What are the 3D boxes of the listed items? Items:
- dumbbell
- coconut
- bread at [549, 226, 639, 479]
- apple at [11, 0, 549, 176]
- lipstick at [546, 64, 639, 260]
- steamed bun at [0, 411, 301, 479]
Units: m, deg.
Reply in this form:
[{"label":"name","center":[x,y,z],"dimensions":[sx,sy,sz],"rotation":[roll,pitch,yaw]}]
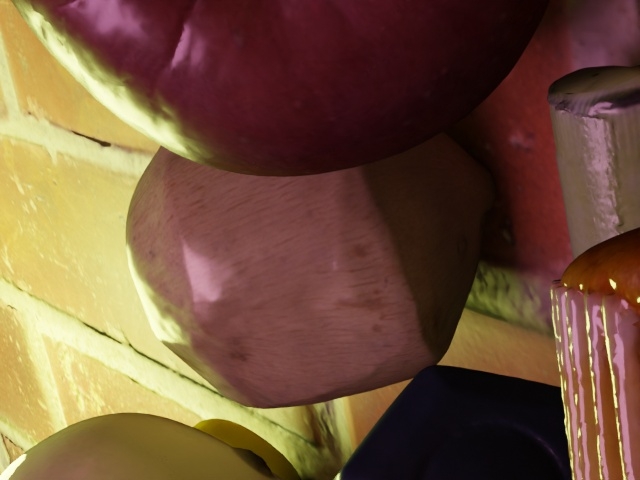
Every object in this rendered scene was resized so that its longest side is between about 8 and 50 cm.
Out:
[{"label":"dumbbell","center":[0.068,0.185,0.813],"dimensions":[0.325,0.144,0.160],"rotation":[104,145,-67]},{"label":"coconut","center":[0.000,0.000,0.824],"dimensions":[0.224,0.224,0.224],"rotation":[37,140,41]},{"label":"bread","center":[0.224,0.045,0.500],"dimensions":[0.288,0.204,0.156],"rotation":[-8,86,57]},{"label":"apple","center":[-0.018,-0.183,0.640],"dimensions":[0.235,0.305,0.306],"rotation":[-72,-28,-68]},{"label":"lipstick","center":[0.174,0.058,0.691],"dimensions":[0.076,0.076,0.304],"rotation":[15,124,54]},{"label":"steamed bun","center":[-0.123,0.314,1.096],"dimensions":[0.334,0.334,0.374],"rotation":[23,159,51]}]
